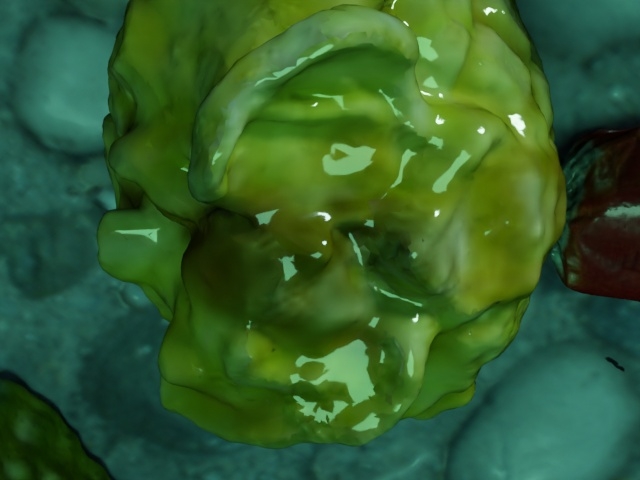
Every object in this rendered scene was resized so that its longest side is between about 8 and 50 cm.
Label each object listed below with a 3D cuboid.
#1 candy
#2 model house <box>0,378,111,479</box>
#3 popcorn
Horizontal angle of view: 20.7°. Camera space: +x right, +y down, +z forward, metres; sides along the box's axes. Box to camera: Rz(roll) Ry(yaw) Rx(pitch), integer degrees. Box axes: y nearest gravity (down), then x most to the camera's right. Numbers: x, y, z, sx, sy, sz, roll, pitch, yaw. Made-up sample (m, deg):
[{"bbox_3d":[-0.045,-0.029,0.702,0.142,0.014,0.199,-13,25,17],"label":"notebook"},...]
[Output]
[{"bbox_3d":[0.191,-0.008,0.818,0.292,0.059,0.086,6,126,2],"label":"candy"},{"bbox_3d":[-0.229,0.198,0.891,0.303,0.237,0.215,26,122,-13],"label":"model house"},{"bbox_3d":[0.002,-0.022,0.698,0.181,0.217,0.235,0,105,-5],"label":"popcorn"}]
